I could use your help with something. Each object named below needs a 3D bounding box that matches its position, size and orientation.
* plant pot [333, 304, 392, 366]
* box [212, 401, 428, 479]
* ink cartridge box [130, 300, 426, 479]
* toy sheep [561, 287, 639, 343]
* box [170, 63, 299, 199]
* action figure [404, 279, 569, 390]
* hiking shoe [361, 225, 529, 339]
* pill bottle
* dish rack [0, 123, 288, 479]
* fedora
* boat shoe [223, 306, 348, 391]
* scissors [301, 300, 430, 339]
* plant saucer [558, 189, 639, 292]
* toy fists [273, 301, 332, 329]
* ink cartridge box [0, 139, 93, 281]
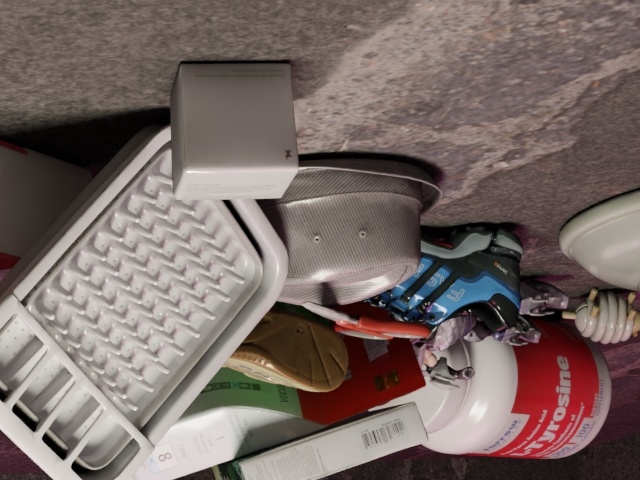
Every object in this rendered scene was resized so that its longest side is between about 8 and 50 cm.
[{"bbox_3d":[0.016,0.176,2.164,0.174,0.191,0.191,-18,161,31],"label":"plant pot"},{"bbox_3d":[-0.010,0.275,1.938,0.232,0.058,0.322,-17,173,-13],"label":"box"},{"bbox_3d":[-0.080,0.150,1.951,0.385,0.091,0.308,-20,-154,2],"label":"ink cartridge box"},{"bbox_3d":[0.437,0.117,2.296,0.132,0.091,0.091,9,164,-1],"label":"toy sheep"},{"bbox_3d":[-0.078,-0.094,1.310,0.101,0.101,0.087,-1,166,-12],"label":"box"},{"bbox_3d":[0.211,0.110,2.088,0.285,0.099,0.185,-7,125,-42],"label":"action figure"},{"bbox_3d":[0.108,0.056,1.857,0.304,0.132,0.113,-3,165,-3],"label":"hiking shoe"},{"bbox_3d":[0.258,0.223,2.339,0.229,0.229,0.408,-18,160,39],"label":"pill bottle"},{"bbox_3d":[-0.193,0.063,1.451,0.072,0.333,0.285,27,160,40],"label":"dish rack"},{"bbox_3d":[0.000,0.000,1.637,0.276,0.124,0.243,-3,164,-10],"label":"fedora"},{"bbox_3d":[-0.104,0.100,1.687,0.285,0.104,0.089,32,152,-22],"label":"boat shoe"},{"bbox_3d":[0.023,0.094,1.725,0.109,0.021,0.297,0,172,34],"label":"scissors"},{"bbox_3d":[0.508,0.012,1.905,0.401,0.100,0.400,-4,164,-1],"label":"plant saucer"},{"bbox_3d":[-0.100,0.081,1.818,0.279,0.096,0.142,25,-179,-23],"label":"toy fists"},{"bbox_3d":[-0.406,-0.001,1.485,0.306,0.131,0.226,-14,163,30],"label":"ink cartridge box"}]
